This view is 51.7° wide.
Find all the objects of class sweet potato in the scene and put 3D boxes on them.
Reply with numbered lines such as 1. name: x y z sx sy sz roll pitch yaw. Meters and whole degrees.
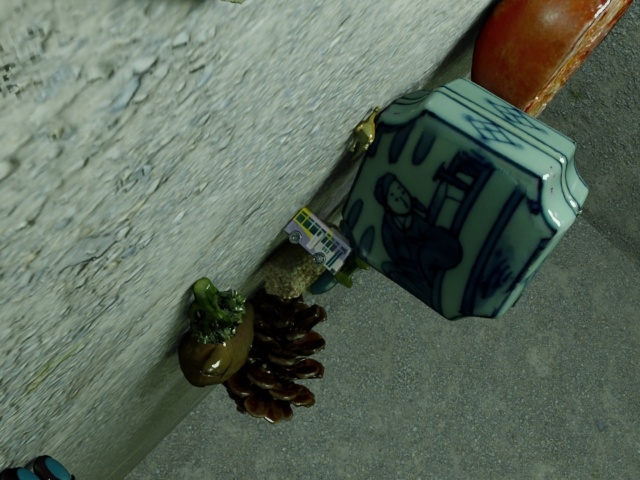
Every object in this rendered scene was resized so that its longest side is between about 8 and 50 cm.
1. sweet potato: -0.170 0.180 1.077 0.124 0.098 0.310 -54 177 7

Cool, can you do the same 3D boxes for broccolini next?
1. broccolini: -0.137 0.096 0.850 0.091 0.068 0.202 -26 171 -7

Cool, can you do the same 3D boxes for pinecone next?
1. pinecone: -0.090 0.228 1.350 0.309 0.244 0.244 -64 168 25

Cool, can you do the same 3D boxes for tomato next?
1. tomato: 0.328 -0.312 0.952 0.338 0.144 0.338 -48 170 -11

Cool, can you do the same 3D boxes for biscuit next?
1. biscuit: -0.029 0.028 1.115 0.168 0.082 0.070 -42 137 -39

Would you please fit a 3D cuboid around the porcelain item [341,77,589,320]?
1. porcelain item: 0.187 -0.049 0.904 0.157 0.286 0.281 -38 159 -47

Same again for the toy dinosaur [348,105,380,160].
1. toy dinosaur: 0.053 -0.125 0.830 0.113 0.026 0.041 112 4 -53

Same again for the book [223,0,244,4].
1. book: 0.028 -0.197 0.140 0.322 0.018 0.228 -48 176 20

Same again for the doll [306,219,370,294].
1. doll: 0.083 -0.040 1.231 0.341 0.099 0.346 -51 -166 -18

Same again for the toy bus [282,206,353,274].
1. toy bus: 0.000 0.000 0.979 0.058 0.102 0.052 -49 175 6

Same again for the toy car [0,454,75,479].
1. toy car: -0.339 0.389 0.750 0.204 0.198 0.248 -46 176 -8
